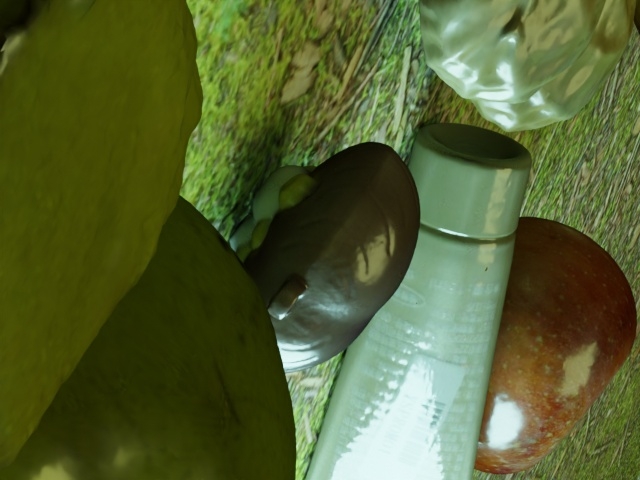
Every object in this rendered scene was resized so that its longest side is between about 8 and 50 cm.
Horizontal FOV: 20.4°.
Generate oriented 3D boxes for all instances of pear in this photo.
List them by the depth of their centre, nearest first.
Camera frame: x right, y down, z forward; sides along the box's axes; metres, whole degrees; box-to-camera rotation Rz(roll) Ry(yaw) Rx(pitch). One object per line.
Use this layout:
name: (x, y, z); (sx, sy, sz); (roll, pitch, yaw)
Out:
pear: (-0.110, 0.068, 0.613); (0.269, 0.212, 0.212); (-52, 164, -80)

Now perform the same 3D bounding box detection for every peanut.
peanut: (0.140, -0.169, 1.137); (0.196, 0.110, 0.233); (-69, 162, -4)

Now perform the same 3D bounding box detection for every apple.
apple: (0.149, 0.077, 1.391); (0.201, 0.162, 0.201); (-48, 171, -10)

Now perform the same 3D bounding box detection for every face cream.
face cream: (0.071, 0.087, 1.275); (0.084, 0.137, 0.341); (-88, -171, -68)

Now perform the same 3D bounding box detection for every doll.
doll: (-0.006, 0.006, 1.015); (0.145, 0.096, 0.188); (-50, -174, 0)

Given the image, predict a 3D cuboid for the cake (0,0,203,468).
cake: (-0.153, -0.016, 0.445); (0.260, 0.179, 0.156); (-57, 160, -30)

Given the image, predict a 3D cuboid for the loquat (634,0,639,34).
loquat: (0.400, -0.244, 1.448); (0.328, 0.328, 0.328); (-53, 157, -33)
